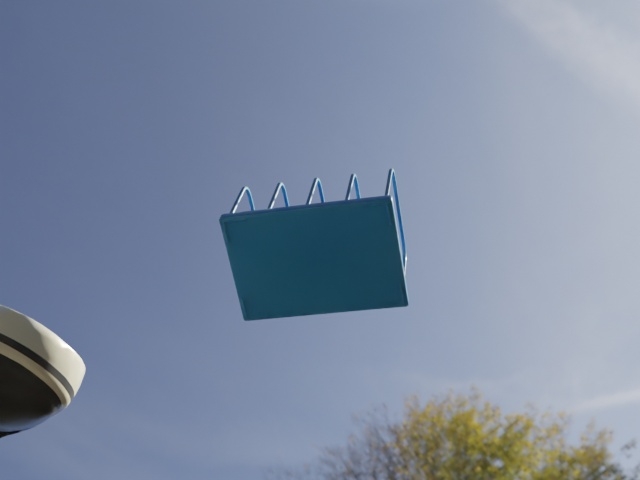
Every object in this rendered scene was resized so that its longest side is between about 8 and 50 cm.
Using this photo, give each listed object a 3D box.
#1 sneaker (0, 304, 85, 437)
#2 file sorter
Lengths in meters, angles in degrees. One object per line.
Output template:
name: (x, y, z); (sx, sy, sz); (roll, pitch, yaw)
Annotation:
sneaker: (-0.297, 0.116, 0.616); (0.321, 0.127, 0.126); (-6, -42, 31)
file sorter: (0.000, 0.000, 0.972); (0.170, 0.104, 0.118); (-6, -65, 11)
